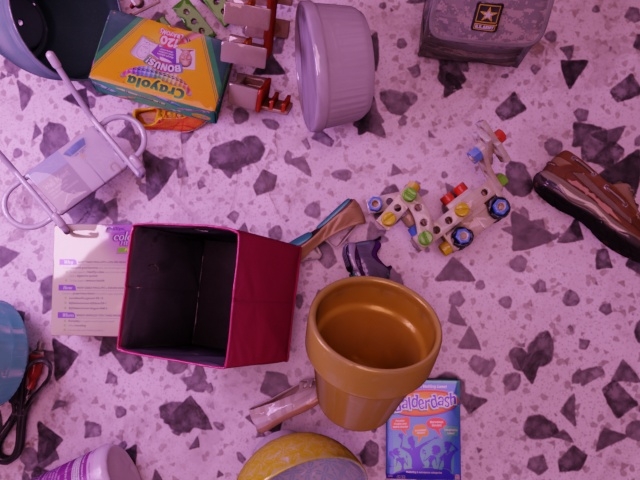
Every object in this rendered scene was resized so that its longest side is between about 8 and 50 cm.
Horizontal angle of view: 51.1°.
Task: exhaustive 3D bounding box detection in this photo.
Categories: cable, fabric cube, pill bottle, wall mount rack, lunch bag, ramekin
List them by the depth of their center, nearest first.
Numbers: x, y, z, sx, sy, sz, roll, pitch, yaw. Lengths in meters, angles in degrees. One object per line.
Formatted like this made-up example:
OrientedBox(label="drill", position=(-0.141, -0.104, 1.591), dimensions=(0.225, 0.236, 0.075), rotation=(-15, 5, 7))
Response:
OrientedBox(label="fabric cube", position=(-0.214, 0.109, 1.350), dimensions=(0.254, 0.258, 0.259), rotation=(4, 86, 26))
OrientedBox(label="lunch bag", position=(0.334, -0.475, 1.377), dimensions=(0.235, 0.287, 0.169), rotation=(7, 86, 3))
OrientedBox(label="wall mount rack", position=(-0.542, -0.194, 1.390), dimensions=(0.350, 0.130, 0.304), rotation=(-41, 97, -17))
OrientedBox(label="ramekin", position=(0.027, -0.368, 1.409), dimensions=(0.127, 0.273, 0.273), rotation=(-7, 85, -9))
OrientedBox(label="pill bottle", position=(-0.546, 0.568, 1.418), dimensions=(0.301, 0.169, 0.169), rotation=(-25, 85, 1))
OrientedBox(label="cable", position=(-0.668, 0.359, 1.509), dimensions=(0.139, 0.072, 0.287), rotation=(3, 98, -3))

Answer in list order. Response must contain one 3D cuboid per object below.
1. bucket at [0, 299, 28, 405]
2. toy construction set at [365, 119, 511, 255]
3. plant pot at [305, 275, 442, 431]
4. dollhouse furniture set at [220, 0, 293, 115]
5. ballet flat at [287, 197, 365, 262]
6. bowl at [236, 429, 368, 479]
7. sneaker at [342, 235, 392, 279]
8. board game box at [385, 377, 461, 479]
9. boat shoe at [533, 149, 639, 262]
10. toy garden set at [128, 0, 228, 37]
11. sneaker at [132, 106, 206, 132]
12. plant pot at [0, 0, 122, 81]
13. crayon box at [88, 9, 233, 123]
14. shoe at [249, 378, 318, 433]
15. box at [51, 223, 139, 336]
OrientedBox(label="bucket", position=(-0.771, 0.239, 1.409), dimensions=(0.281, 0.183, 0.281), rotation=(-5, 80, 28))
OrientedBox(label="toy construction set", position=(0.279, -0.096, 1.431), dimensions=(0.327, 0.151, 0.215), rotation=(-39, 84, 11))
OrientedBox(label="plant pot", position=(0.089, 0.238, 1.320), dimensions=(0.254, 0.254, 0.239), rotation=(13, 130, 5))
OrientedBox(label="dollhouse furniture set", position=(-0.114, -0.413, 1.434), dimensions=(0.135, 0.262, 0.259), rotation=(11, 120, 3))
OrientedBox(label="ballet flat", position=(0.000, 0.000, 1.472), dimensions=(0.232, 0.080, 0.073), rotation=(-37, 100, 2))
OrientedBox(label="bowl", position=(-0.063, 0.488, 1.381), dimensions=(0.289, 0.289, 0.156), rotation=(-36, 42, 1))
OrientedBox(label="sneaker", position=(0.123, 0.104, 1.454), dimensions=(0.098, 0.083, 0.224), rotation=(-15, 89, -10))
OrientedBox(label="board game box", position=(0.219, 0.402, 1.440), dimensions=(0.160, 0.047, 0.210), rotation=(-1, 85, 4))
OrientedBox(label="boat shoe", position=(0.612, -0.073, 1.414), dimensions=(0.324, 0.122, 0.120), rotation=(38, 86, 5))
OrientedBox(label="toy garden set", position=(-0.343, -0.514, 1.534), dimensions=(0.244, 0.049, 0.204), rotation=(-39, 97, 2))
OrientedBox(label="sneaker", position=(-0.338, -0.278, 1.516), dimensions=(0.175, 0.067, 0.064), rotation=(-8, 84, 2))
OrientedBox(label="plant pot", position=(-0.610, -0.488, 1.463), dimensions=(0.196, 0.293, 0.293), rotation=(2, 86, 30))
OrientedBox(label="crayon box", position=(-0.340, -0.377, 1.463), dimensions=(0.278, 0.081, 0.165), rotation=(14, 79, -4))
OrientedBox(label="shoe", position=(-0.055, 0.342, 1.448), dimensions=(0.219, 0.076, 0.058), rotation=(-30, 90, 3))
OrientedBox(label="box", position=(-0.462, 0.087, 1.473), dimensions=(0.213, 0.117, 0.243), rotation=(0, 87, 4))
